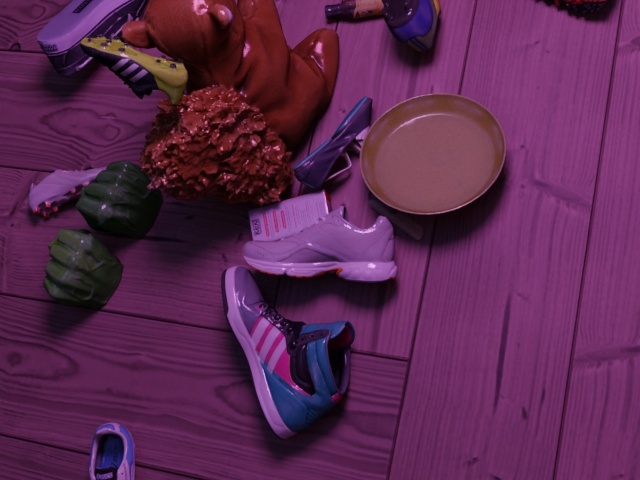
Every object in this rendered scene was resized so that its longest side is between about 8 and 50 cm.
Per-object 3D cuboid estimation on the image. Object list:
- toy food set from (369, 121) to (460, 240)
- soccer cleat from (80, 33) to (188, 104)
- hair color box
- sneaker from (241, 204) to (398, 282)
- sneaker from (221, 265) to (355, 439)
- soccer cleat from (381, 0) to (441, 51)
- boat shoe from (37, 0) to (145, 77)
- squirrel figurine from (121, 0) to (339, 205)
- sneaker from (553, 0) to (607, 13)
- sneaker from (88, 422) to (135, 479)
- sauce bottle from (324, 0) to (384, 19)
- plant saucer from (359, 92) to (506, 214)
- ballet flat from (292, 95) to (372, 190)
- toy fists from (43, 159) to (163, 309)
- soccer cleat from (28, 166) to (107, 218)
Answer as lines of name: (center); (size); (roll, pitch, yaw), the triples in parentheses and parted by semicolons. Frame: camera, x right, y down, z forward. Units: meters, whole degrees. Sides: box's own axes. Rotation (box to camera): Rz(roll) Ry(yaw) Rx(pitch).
toy food set: (0.174, -0.109, 1.607); (0.132, 0.038, 0.192); (35, 85, 24)
soccer cleat: (-0.283, -0.255, 1.431); (0.179, 0.060, 0.072); (22, 120, 12)
hair color box: (-0.048, -0.032, 1.649); (0.141, 0.043, 0.072); (-15, 69, 11)
sneaker: (0.000, 0.000, 1.582); (0.263, 0.099, 0.121); (3, 96, 10)
sneaker: (-0.040, 0.150, 1.542); (0.178, 0.124, 0.295); (-26, 75, 13)
soccer cleat: (0.166, -0.452, 1.697); (0.093, 0.121, 0.289); (-19, 47, 32)
boat shoe: (-0.409, -0.431, 1.854); (0.113, 0.105, 0.306); (14, 53, 32)
squirrel figurine: (-0.159, -0.255, 1.575); (0.281, 0.370, 0.396); (0, 73, 17)
sneaker: (0.394, -0.484, 1.645); (0.262, 0.104, 0.125); (32, 67, 19)
sneaker: (-0.344, 0.419, 1.574); (0.085, 0.086, 0.237); (-13, 71, 11)
sauce bottle: (0.072, -0.425, 1.740); (0.128, 0.042, 0.042); (-6, 71, 18)
plant saucer: (0.186, -0.138, 1.582); (0.241, 0.037, 0.240); (-7, 59, 12)
ballet flat: (0.037, -0.162, 1.651); (0.074, 0.074, 0.203); (33, 68, 23)
toy fists: (-0.394, -0.013, 1.696); (0.096, 0.142, 0.279); (26, 82, 23)
soccer cleat: (-0.464, -0.108, 1.791); (0.196, 0.068, 0.076); (-20, 65, 13)
